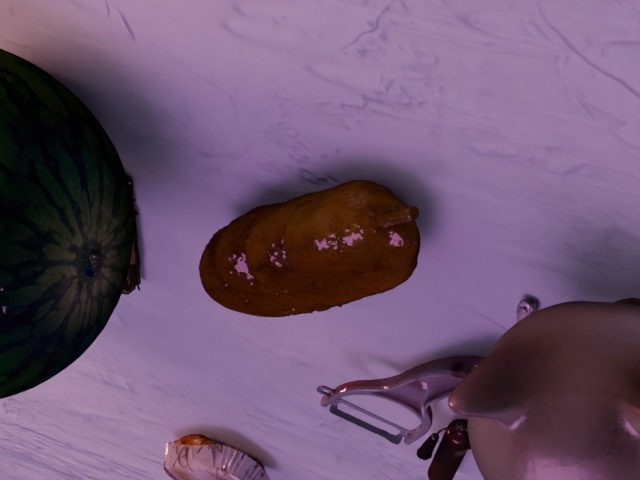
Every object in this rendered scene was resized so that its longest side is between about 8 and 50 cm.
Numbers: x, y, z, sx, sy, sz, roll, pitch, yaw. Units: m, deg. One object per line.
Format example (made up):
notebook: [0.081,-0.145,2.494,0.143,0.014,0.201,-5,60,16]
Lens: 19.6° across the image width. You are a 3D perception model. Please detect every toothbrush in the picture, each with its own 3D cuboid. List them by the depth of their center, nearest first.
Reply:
toothbrush: [0.175,0.104,1.674,0.017,0.022,0.204,30,154,15]

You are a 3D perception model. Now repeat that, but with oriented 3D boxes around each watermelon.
watermelon: [-0.342,-0.020,1.687,0.363,0.363,0.363,26,154,14]

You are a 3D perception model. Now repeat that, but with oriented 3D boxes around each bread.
bread: [0.000,0.002,1.623,0.124,0.084,0.344,18,161,-24]

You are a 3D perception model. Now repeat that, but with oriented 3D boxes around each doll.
doll: [0.236,0.182,1.507,0.215,0.226,0.370,9,142,21]

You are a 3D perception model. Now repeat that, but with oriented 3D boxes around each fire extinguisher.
fire extinguisher: [0.128,0.213,1.904,0.049,0.035,0.173,27,154,7]

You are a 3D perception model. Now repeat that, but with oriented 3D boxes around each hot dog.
hot dog: [-0.134,0.281,2.312,0.099,0.053,0.192,43,156,-19]

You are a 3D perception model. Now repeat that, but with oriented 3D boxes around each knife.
knife: [0.098,0.140,1.780,0.123,0.053,0.278,22,158,-18]

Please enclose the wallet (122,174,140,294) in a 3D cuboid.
wallet: [-0.243,-0.022,1.915,0.122,0.031,0.232,30,154,14]
